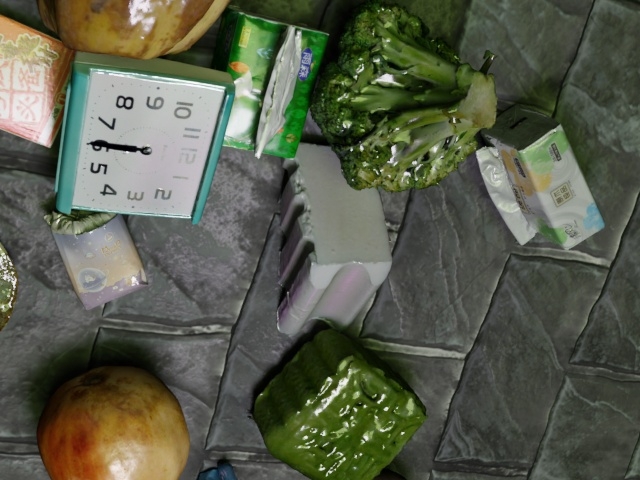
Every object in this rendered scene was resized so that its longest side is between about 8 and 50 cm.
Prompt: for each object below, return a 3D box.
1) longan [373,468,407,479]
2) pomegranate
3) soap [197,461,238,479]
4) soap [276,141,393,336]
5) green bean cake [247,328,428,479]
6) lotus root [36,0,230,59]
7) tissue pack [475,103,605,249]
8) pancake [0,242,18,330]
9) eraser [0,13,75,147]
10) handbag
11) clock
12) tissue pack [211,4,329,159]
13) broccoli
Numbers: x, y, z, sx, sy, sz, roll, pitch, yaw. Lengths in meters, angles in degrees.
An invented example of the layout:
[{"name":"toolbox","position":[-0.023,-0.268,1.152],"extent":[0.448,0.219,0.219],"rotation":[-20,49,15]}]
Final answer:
[{"name":"longan","position":[0.106,0.538,1.772],"extent":[0.197,0.220,0.196],"rotation":[1,80,-8]},{"name":"pomegranate","position":[-0.335,0.343,1.513],"extent":[0.229,0.252,0.270],"rotation":[-24,117,-33]},{"name":"soap","position":[-0.206,0.563,1.698],"extent":[0.077,0.156,0.293],"rotation":[11,107,-22]},{"name":"soap","position":[0.000,0.000,1.613],"extent":[0.159,0.257,0.302],"rotation":[-6,157,-19]},{"name":"green bean cake","position":[0.034,0.316,1.680],"extent":[0.247,0.156,0.250],"rotation":[-46,126,5]},{"name":"lotus root","position":[-0.236,-0.360,1.246],"extent":[0.316,0.316,0.250],"rotation":[17,115,-25]},{"name":"tissue pack","position":[0.376,-0.101,1.644],"extent":[0.145,0.159,0.229],"rotation":[-35,119,-3]},{"name":"pancake","position":[-0.598,0.082,1.427],"extent":[0.254,0.037,0.253],"rotation":[-7,113,-17]},{"name":"eraser","position":[-0.473,-0.249,1.339],"extent":[0.230,0.038,0.157],"rotation":[21,103,-27]},{"name":"handbag","position":[-0.354,0.016,1.460],"extent":[0.117,0.095,0.173],"rotation":[-23,120,-12]},{"name":"clock","position":[-0.266,-0.159,1.363],"extent":[0.231,0.116,0.262],"rotation":[5,134,-18]},{"name":"tissue pack","position":[-0.085,-0.237,1.422],"extent":[0.148,0.156,0.209],"rotation":[9,106,-26]},{"name":"broccoli","position":[0.146,-0.223,1.447],"extent":[0.321,0.283,0.303],"rotation":[0,94,-43]}]
